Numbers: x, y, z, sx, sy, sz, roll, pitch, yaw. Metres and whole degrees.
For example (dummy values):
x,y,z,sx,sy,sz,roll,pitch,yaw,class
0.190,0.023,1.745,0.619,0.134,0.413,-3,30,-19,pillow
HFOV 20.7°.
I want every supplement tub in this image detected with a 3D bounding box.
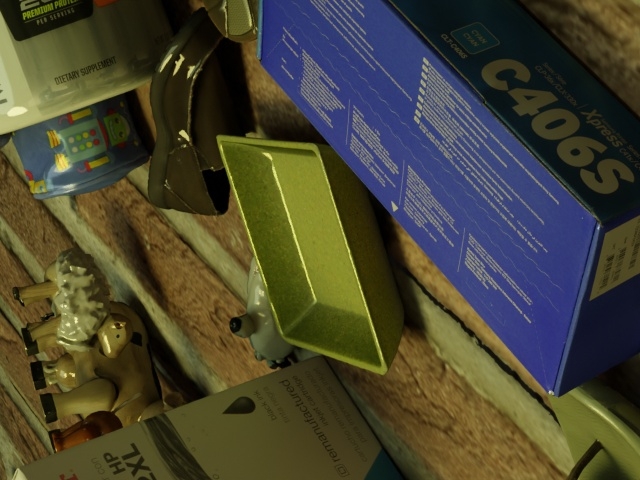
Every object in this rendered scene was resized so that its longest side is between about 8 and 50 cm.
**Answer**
x,y,z,sx,sy,sz,roll,pitch,yaw,class
-0.269,-0.276,1.501,0.207,0.207,0.338,5,117,64,supplement tub

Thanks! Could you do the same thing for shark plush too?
x,y,z,sx,sy,sz,roll,pitch,yaw,class
-0.036,0.069,1.564,0.161,0.073,0.067,65,-171,-58,shark plush

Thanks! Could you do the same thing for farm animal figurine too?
x,y,z,sx,sy,sz,roll,pitch,yaw,class
-0.209,0.201,1.900,0.330,0.172,0.327,101,152,-65,farm animal figurine

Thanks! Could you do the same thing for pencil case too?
x,y,z,sx,sy,sz,roll,pitch,yaw,class
-0.276,-0.191,1.703,0.133,0.119,0.306,-15,98,44,pencil case

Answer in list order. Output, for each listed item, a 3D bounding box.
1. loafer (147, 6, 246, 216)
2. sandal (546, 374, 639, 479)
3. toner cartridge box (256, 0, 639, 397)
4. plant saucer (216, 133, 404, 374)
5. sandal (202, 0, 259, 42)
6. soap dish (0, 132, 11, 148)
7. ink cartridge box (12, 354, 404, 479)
x,y,z,sx,sy,sz,roll,pitch,yaw,class
-0.094,-0.104,1.478,0.078,0.080,0.220,23,141,11,loafer
0.191,0.218,1.133,0.120,0.086,0.303,28,137,55,sandal
0.082,-0.081,1.101,0.348,0.075,0.165,51,151,32,toner cartridge box
0.000,0.000,1.389,0.188,0.045,0.188,12,123,63,plant saucer
-0.053,-0.254,1.255,0.090,0.060,0.219,-13,85,53,sandal
-0.400,-0.192,1.656,0.229,0.118,0.291,-112,3,-80,soap dish
-0.083,0.256,1.457,0.223,0.307,0.129,56,144,22,ink cartridge box
